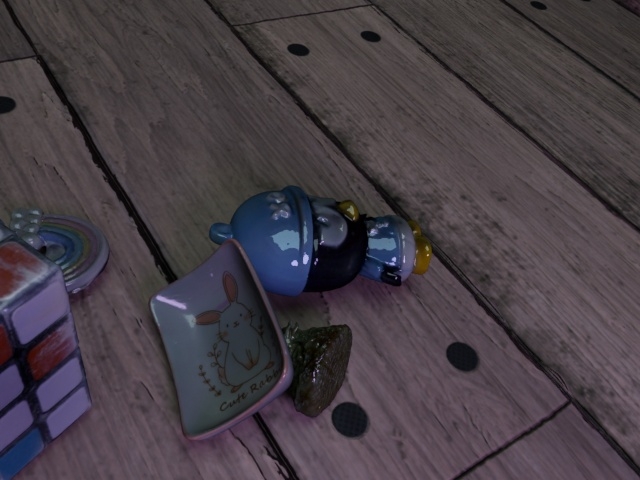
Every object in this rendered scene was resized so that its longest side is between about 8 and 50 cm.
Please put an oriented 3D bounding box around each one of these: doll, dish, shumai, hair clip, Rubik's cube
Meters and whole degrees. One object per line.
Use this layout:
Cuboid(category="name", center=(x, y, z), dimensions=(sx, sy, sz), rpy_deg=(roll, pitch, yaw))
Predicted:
Cuboid(category="doll", center=(0.000, 0.000, 0.893), dimensions=(0.313, 0.141, 0.177), rpy_deg=(2, 35, -19))
Cuboid(category="dish", center=(-0.111, 0.123, 0.767), dimensions=(0.151, 0.077, 0.212), rpy_deg=(-36, 54, 12))
Cuboid(category="shumai", center=(-0.019, 0.150, 0.789), dimensions=(0.087, 0.099, 0.124), rpy_deg=(15, 41, 22))
Cuboid(category="hair clip", center=(-0.353, 0.035, 0.835), dimensions=(0.140, 0.054, 0.220), rpy_deg=(-3, 45, -9))
Cuboid(category="Rubik's cube", center=(-0.408, 0.113, 0.598), dimensions=(0.259, 0.256, 0.253), rpy_deg=(33, 49, 17))
